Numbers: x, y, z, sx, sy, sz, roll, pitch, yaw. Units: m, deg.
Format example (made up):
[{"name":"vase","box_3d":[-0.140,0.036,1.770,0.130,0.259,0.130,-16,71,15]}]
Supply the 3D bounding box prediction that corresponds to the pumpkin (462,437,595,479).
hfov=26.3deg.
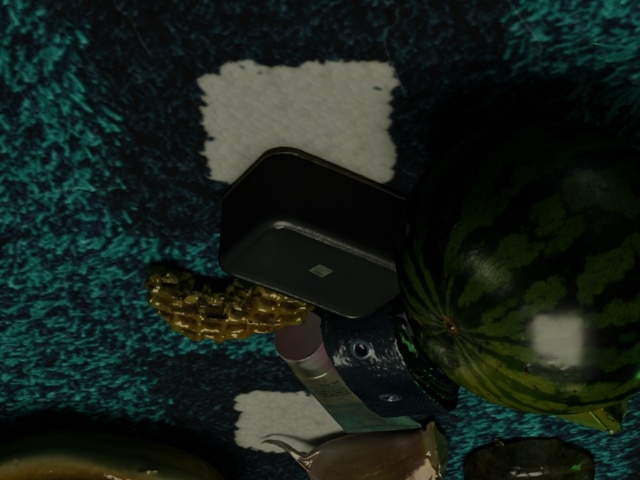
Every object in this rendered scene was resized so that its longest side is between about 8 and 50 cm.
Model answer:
[{"name":"pumpkin","box_3d":[0.262,0.383,1.981,0.163,0.111,0.278,22,143,-18]}]

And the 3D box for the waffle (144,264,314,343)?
[{"name":"waffle","box_3d":[-0.104,0.069,1.599,0.194,0.051,0.149,-11,145,22]}]

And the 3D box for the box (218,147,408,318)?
[{"name":"box","box_3d":[0.000,0.000,1.450,0.201,0.090,0.144,22,143,-26]}]

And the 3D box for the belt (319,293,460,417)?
[{"name":"belt","box_3d":[0.072,0.134,1.613,0.128,0.122,0.218,-9,145,24]}]

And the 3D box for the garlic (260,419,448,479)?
[{"name":"garlic","box_3d":[0.057,0.333,1.946,0.267,0.148,0.128,-9,180,11]}]

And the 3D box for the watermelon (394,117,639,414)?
[{"name":"watermelon","box_3d":[0.213,0.026,1.297,0.285,0.285,0.285,3,146,2]}]

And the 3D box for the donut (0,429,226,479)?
[{"name":"donut","box_3d":[-0.322,0.423,2.021,0.449,0.198,0.449,2,144,2]}]

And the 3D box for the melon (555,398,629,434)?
[{"name":"melon","box_3d":[0.242,0.108,1.573,0.169,0.129,0.265,6,157,40]}]

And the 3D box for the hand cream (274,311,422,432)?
[{"name":"hand cream","box_3d":[0.028,0.190,1.753,0.111,0.070,0.312,-9,146,21]}]
